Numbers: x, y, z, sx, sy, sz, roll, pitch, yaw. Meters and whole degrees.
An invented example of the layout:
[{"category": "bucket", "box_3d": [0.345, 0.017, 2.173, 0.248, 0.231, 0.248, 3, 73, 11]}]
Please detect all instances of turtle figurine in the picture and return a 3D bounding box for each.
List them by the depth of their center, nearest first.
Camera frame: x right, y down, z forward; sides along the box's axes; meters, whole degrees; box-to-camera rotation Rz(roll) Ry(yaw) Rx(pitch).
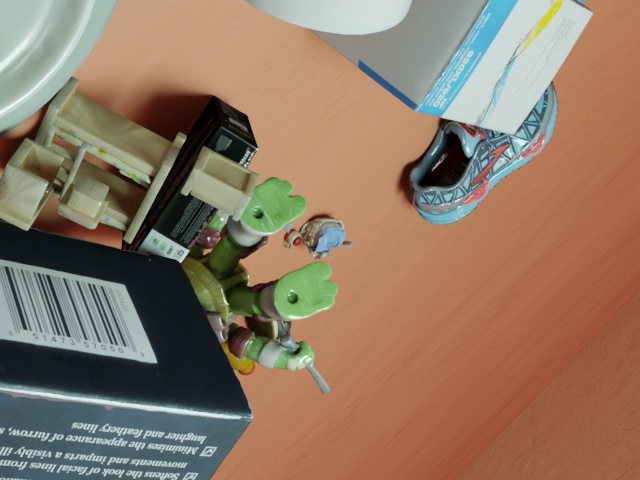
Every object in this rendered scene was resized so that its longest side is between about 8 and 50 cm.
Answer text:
[{"category": "turtle figurine", "box_3d": [-0.053, 0.032, 1.147, 0.275, 0.197, 0.266, 16, 160, -21]}]

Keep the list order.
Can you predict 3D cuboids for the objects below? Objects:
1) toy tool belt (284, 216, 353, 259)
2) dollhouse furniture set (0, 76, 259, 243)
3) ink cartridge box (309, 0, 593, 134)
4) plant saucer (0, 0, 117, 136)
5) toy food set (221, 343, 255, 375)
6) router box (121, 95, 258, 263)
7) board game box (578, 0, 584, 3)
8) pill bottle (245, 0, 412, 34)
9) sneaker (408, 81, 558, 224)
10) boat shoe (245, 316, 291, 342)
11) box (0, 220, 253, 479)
[{"category": "toy tool belt", "box_3d": [0.000, 0.000, 1.366, 0.083, 0.051, 0.052, -17, 139, -44]}, {"category": "dollhouse furniture set", "box_3d": [-0.166, -0.020, 0.886, 0.101, 0.182, 0.161, -56, -169, 33]}, {"category": "ink cartridge box", "box_3d": [0.144, -0.235, 1.143, 0.233, 0.171, 0.168, 2, 125, -56]}, {"category": "plant saucer", "box_3d": [-0.261, -0.179, 0.709, 0.400, 0.100, 0.400, -35, 150, -23]}, {"category": "toy food set", "box_3d": [-0.162, 0.221, 1.335, 0.104, 0.111, 0.232, 71, 33, -60]}, {"category": "router box", "box_3d": [-0.131, -0.045, 1.041, 0.046, 0.133, 0.179, 32, 103, -18]}, {"category": "board game box", "box_3d": [0.286, -0.321, 1.371, 0.210, 0.047, 0.160, -56, 152, 16]}, {"category": "pill bottle", "box_3d": [0.036, -0.352, 0.799, 0.204, 0.204, 0.361, -23, 143, -40]}, {"category": "sneaker", "box_3d": [0.223, -0.135, 1.461, 0.262, 0.104, 0.125, -49, 151, 1]}, {"category": "boat shoe", "box_3d": [-0.065, 0.109, 1.419, 0.049, 0.056, 0.152, -43, 162, -22]}, {"category": "box", "box_3d": [-0.299, 0.195, 0.899, 0.294, 0.212, 0.395, 16, 118, -39]}]
